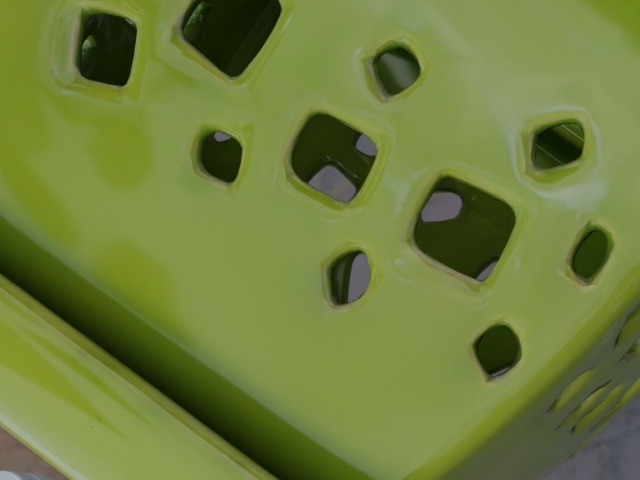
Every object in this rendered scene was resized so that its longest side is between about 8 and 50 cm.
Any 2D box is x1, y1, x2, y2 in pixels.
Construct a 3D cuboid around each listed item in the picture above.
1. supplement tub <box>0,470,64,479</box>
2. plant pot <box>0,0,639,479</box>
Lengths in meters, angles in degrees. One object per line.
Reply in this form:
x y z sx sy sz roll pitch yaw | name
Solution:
-0.094 0.138 0.736 0.071 0.107 0.071 -24 56 41 | supplement tub
0.000 0.000 0.577 0.207 0.228 0.227 -54 -15 -3 | plant pot
